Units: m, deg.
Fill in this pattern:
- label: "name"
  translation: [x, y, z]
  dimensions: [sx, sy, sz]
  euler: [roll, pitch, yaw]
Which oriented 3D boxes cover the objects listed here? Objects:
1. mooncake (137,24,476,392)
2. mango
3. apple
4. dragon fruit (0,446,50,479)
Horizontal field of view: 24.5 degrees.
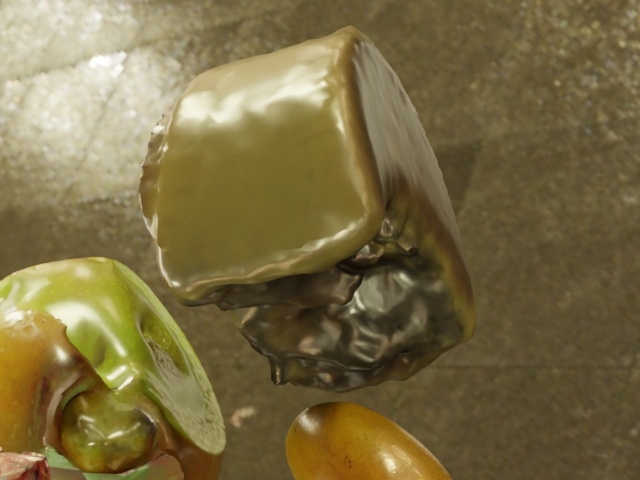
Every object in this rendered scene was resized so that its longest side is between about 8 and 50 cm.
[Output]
- label: "mooncake"
  translation: [0.000, 0.000, 1.473]
  dimensions: [0.246, 0.394, 0.393]
  euler: [-13, 24, 19]
- label: "mango"
  translation: [0.046, 0.231, 1.407]
  dimensions: [0.120, 0.151, 0.221]
  euler: [-38, 57, -15]
- label: "apple"
  translation: [-0.277, 0.206, 1.606]
  dimensions: [0.374, 0.374, 0.384]
  euler: [5, 86, 50]
- label: "dragon fruit"
  translation: [-0.269, 0.177, 1.088]
  dimensions: [0.131, 0.097, 0.063]
  euler: [4, 74, 24]
